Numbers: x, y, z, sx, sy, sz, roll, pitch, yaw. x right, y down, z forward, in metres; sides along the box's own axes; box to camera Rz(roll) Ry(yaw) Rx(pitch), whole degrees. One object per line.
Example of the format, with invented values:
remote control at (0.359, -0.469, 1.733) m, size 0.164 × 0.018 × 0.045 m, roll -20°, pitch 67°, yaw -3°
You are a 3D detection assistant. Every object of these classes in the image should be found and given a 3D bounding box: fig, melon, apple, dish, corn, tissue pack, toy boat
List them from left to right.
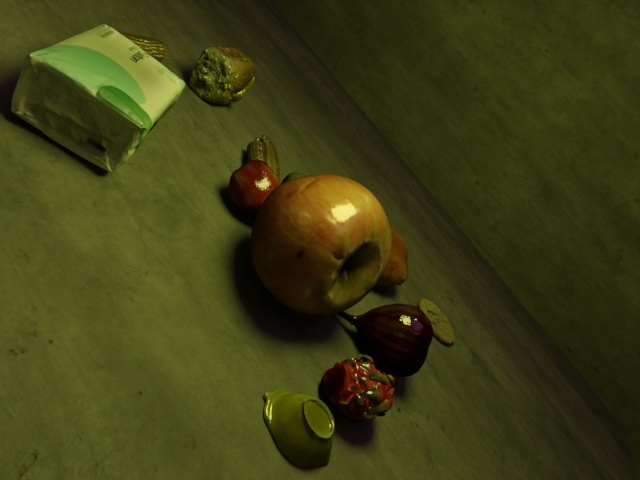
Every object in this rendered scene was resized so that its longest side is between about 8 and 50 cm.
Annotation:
tissue pack at (-0.532, -0.366, 1.086) m, size 0.266 × 0.194 × 0.356 m, roll 34°, pitch 30°, yaw -22°
corn at (-0.621, -0.656, 1.466) m, size 0.080 × 0.080 × 0.231 m, roll 52°, pitch 30°, yaw 8°
toy boat at (-0.212, -0.288, 1.552) m, size 0.115 × 0.089 × 0.310 m, roll 26°, pitch 35°, yaw -31°
melon at (-0.089, -0.182, 1.564) m, size 0.114 × 0.114 × 0.167 m, roll 34°, pitch 29°, yaw -24°
dish at (-0.030, 0.392, 0.940) m, size 0.208 × 0.080 × 0.149 m, roll 47°, pitch 27°, yaw -4°
apple at (0.000, 0.000, 1.186) m, size 0.391 × 0.391 × 0.346 m, roll 16°, pitch 21°, yaw -45°
fig at (0.170, 0.272, 1.321) m, size 0.320 × 0.217 × 0.217 m, roll 19°, pitch 28°, yaw 7°

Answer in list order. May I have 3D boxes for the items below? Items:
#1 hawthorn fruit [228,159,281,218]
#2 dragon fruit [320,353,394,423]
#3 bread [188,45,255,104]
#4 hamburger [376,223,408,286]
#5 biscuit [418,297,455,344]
hawthorn fruit at (-0.190, -0.144, 1.328) m, size 0.188 × 0.169 × 0.169 m, roll 52°, pitch 28°, yaw 10°
dragon fruit at (0.100, 0.373, 1.089) m, size 0.172 × 0.160 × 0.166 m, roll 35°, pitch -3°, yaw -27°
bread at (-0.364, -0.617, 1.653) m, size 0.176 × 0.195 × 0.246 m, roll 41°, pitch 29°, yaw 2°
hamburger at (0.213, 0.039, 1.650) m, size 0.314 × 0.170 × 0.290 m, roll 35°, pitch 36°, yaw -26°
biscuit at (0.483, 0.332, 1.795) m, size 0.220 × 0.033 × 0.220 m, roll 35°, pitch 30°, yaw -24°
